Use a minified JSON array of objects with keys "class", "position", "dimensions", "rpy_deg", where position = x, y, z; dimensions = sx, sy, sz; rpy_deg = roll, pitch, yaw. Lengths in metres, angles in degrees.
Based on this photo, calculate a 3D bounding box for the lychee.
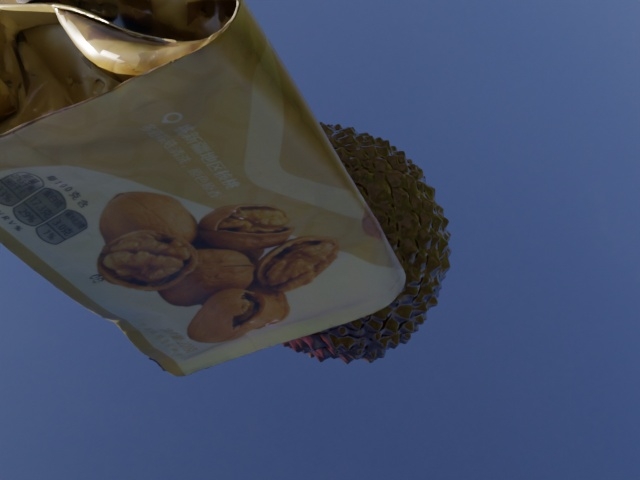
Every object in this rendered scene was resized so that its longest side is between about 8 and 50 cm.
[{"class":"lychee","position":[0.000,0.000,0.919],"dimensions":[0.267,0.267,0.267],"rpy_deg":[22,-131,-28]}]

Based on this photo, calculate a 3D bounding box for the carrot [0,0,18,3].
[{"class":"carrot","position":[-0.255,-0.138,0.756],"dimensions":[0.114,0.302,0.114],"rpy_deg":[23,-130,-31]}]

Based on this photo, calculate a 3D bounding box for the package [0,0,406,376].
[{"class":"package","position":[-0.092,-0.058,0.620],"dimensions":[0.311,0.221,0.165],"rpy_deg":[51,-157,-52]}]
